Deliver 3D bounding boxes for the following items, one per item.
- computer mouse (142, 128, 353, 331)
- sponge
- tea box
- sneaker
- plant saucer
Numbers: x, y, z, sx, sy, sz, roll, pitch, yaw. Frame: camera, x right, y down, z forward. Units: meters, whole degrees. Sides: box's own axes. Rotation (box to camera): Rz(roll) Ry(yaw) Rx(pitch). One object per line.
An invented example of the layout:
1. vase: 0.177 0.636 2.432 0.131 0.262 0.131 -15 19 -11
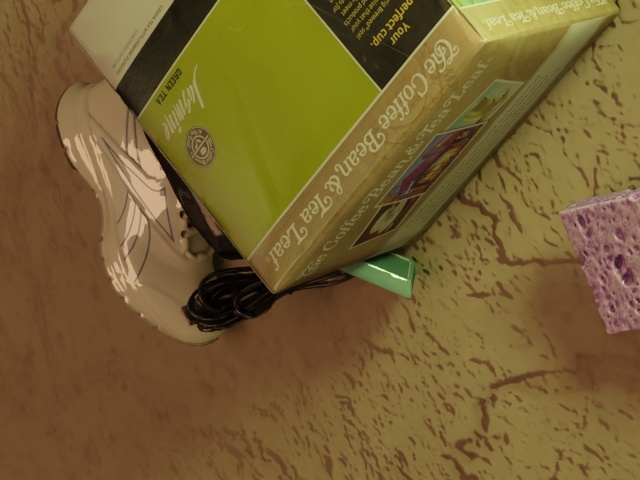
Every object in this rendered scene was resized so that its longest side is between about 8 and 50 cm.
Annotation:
1. computer mouse: -0.090 -0.055 1.882 0.272 0.188 0.072 65 165 8
2. sponge: 0.299 0.008 1.606 0.210 0.031 0.117 -13 102 50
3. tea box: 0.013 -0.190 1.705 0.323 0.220 0.329 53 128 16
4. sneaker: -0.159 -0.037 1.959 0.129 0.111 0.297 -25 88 30
5. plant saucer: 0.000 0.000 1.810 0.192 0.067 0.018 23 111 -2
